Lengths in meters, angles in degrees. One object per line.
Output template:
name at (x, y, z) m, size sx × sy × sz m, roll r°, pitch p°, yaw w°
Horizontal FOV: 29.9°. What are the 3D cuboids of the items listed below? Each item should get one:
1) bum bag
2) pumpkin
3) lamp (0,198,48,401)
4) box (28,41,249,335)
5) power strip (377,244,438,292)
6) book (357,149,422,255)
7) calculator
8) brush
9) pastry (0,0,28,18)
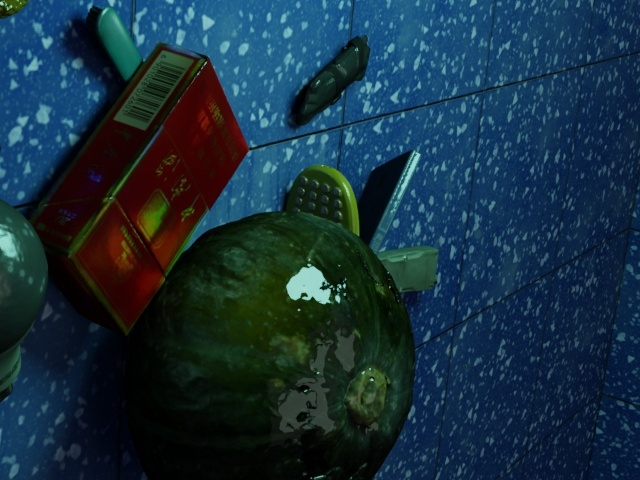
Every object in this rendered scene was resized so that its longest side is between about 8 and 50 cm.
bum bag at (0.019, -0.252, 1.849) m, size 0.198 × 0.049 × 0.087 m, roll -46°, pitch 163°, yaw -38°
pumpkin at (-0.060, 0.184, 1.642) m, size 0.454 × 0.344 × 0.454 m, roll -25°, pitch 120°, yaw -54°
lamp at (-0.365, 0.068, 1.292) m, size 0.182 × 0.182 × 0.314 m, roll -60°, pitch 160°, yaw -21°
box at (-0.221, -0.063, 1.496) m, size 0.313 × 0.089 × 0.197 m, roll -58°, pitch 154°, yaw -22°
power strip at (0.130, 0.058, 2.162) m, size 0.286 × 0.048 × 0.080 m, roll -7°, pitch 108°, yaw -56°
book at (0.072, -0.012, 1.944) m, size 0.025 × 0.191 × 0.269 m, roll 28°, pitch 76°, yaw -12°
calculator at (0.000, 0.000, 1.836) m, size 0.032 × 0.146 × 0.235 m, roll -16°, pitch 119°, yaw -45°
brush at (-0.244, -0.222, 1.468) m, size 0.043 × 0.032 × 0.193 m, roll -64°, pitch 159°, yaw -20°
pastry at (-0.340, -0.288, 1.253) m, size 0.097 × 0.057 × 0.109 m, roll -15°, pitch 118°, yaw -56°
